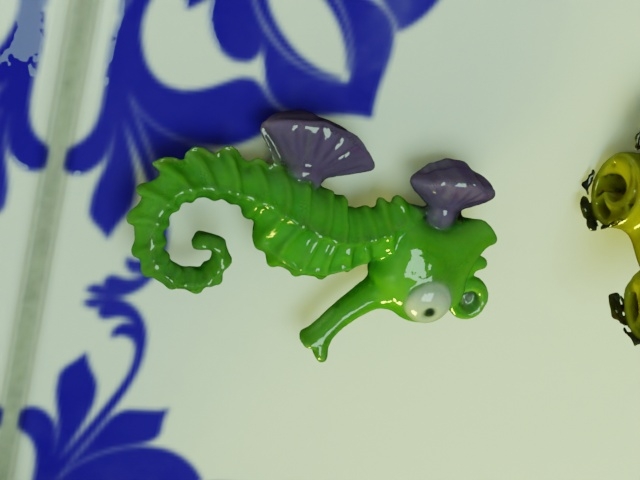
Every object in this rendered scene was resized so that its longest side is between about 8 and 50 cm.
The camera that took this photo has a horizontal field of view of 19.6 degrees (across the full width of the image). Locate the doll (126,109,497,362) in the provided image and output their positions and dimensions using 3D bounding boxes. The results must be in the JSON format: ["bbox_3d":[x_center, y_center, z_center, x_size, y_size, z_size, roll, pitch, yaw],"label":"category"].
[{"bbox_3d":[0.000,0.000,0.872,0.190,0.050,0.115,18,101,-24],"label":"doll"}]

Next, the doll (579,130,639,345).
[{"bbox_3d":[0.247,0.013,0.934,0.220,0.135,0.143,8,145,-29],"label":"doll"}]
